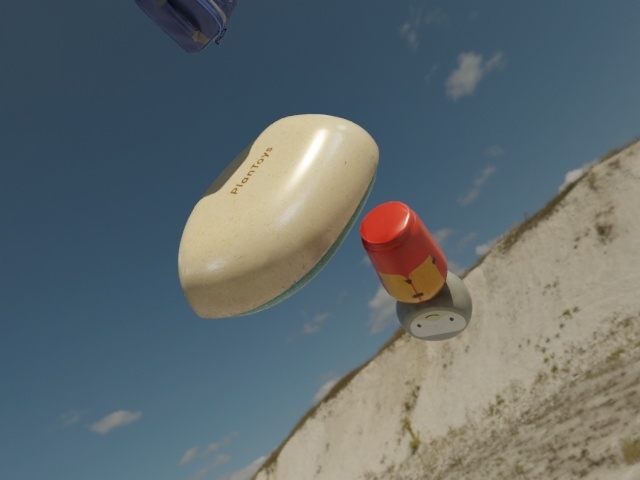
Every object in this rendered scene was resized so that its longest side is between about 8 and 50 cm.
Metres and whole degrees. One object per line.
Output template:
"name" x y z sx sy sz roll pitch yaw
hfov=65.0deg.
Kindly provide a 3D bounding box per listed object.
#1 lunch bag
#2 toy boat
"lunch bag" -0.141 -0.248 0.532 0.067 0.065 0.098 -22 -51 42
"toy boat" 0.000 0.000 0.511 0.267 0.318 0.148 -50 -49 -15
